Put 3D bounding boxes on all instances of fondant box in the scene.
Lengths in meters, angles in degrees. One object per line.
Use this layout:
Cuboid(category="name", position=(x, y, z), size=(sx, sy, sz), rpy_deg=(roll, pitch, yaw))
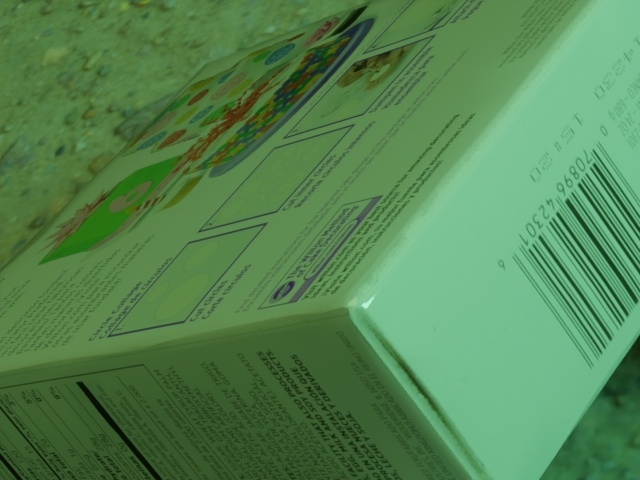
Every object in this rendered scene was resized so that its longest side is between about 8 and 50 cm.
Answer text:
Cuboid(category="fondant box", position=(0.000, 0.000, 0.754), size=(0.330, 0.096, 0.238), rpy_deg=(-11, 31, 52))
